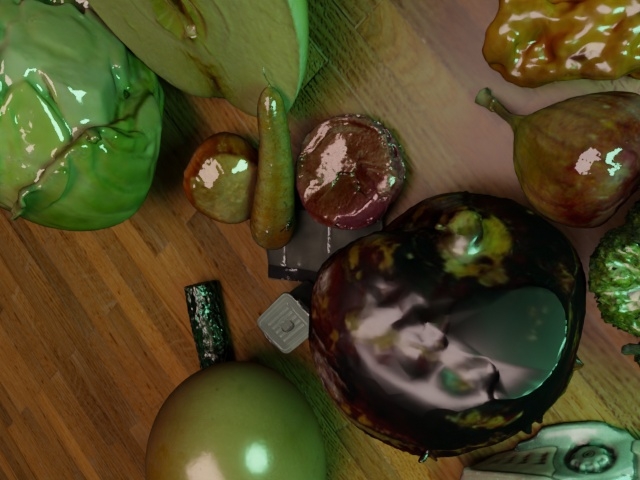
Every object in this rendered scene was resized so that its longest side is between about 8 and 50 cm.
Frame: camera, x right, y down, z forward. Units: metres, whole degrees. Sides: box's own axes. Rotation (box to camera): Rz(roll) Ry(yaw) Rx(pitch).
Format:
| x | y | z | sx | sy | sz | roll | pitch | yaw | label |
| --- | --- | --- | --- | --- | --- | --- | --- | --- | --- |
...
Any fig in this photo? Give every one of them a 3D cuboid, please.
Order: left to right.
| x | y | z | sx | sy | sz | roll | pitch | yaw | label |
| --- | --- | --- | --- | --- | --- | --- | --- | --- | --- |
| 0.290 | -0.111 | 0.582 | 0.143 | 0.231 | 0.160 | 29 | 100 | -28 | fig |

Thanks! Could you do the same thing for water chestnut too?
| x | y | z | sx | sy | sz | roll | pitch | yaw | label |
| --- | --- | --- | --- | --- | --- | --- | --- | --- | --- |
| 0.155 | 0.114 | 0.621 | 0.335 | 0.335 | 0.347 | 17 | 155 | 24 | water chestnut |

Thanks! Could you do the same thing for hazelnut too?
| x | y | z | sx | sy | sz | roll | pitch | yaw | label |
| --- | --- | --- | --- | --- | --- | --- | --- | --- | --- |
| -0.161 | -0.109 | 0.820 | 0.150 | 0.150 | 0.150 | 8 | 107 | 27 | hazelnut |

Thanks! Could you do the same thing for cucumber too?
| x | y | z | sx | sy | sz | roll | pitch | yaw | label |
| --- | --- | --- | --- | --- | --- | --- | --- | --- | --- |
| -0.216 | 0.224 | 0.969 | 0.067 | 0.067 | 0.293 | -2 | 103 | 29 | cucumber |

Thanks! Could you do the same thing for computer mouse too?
| x | y | z | sx | sy | sz | roll | pitch | yaw | label |
| --- | --- | --- | --- | --- | --- | --- | --- | --- | --- |
| 0.332 | 0.388 | 0.685 | 0.389 | 0.115 | 0.199 | -29 | 85 | 30 | computer mouse |

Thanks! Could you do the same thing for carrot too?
| x | y | z | sx | sy | sz | roll | pitch | yaw | label |
| --- | --- | --- | --- | --- | --- | --- | --- | --- | --- |
| -0.072 | -0.114 | 0.732 | 0.078 | 0.078 | 0.298 | 21 | 130 | 23 | carrot |

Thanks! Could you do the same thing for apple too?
| x | y | z | sx | sy | sz | roll | pitch | yaw | label |
| --- | --- | --- | --- | --- | --- | --- | --- | --- | --- |
| -0.178 | -0.337 | 0.651 | 0.312 | 0.360 | 0.320 | -21 | 61 | 2 | apple |

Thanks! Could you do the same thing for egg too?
| x | y | z | sx | sy | sz | roll | pitch | yaw | label |
| --- | --- | --- | --- | --- | --- | --- | --- | --- | --- |
| -0.140 | 0.393 | 0.832 | 0.301 | 0.301 | 0.374 | 1 | 105 | 28 | egg |

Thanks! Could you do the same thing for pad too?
| x | y | z | sx | sy | sz | roll | pitch | yaw | label |
| --- | --- | --- | --- | --- | --- | --- | --- | --- | --- |
| 0.000 | 0.000 | 0.816 | 0.233 | 0.022 | 0.174 | 5 | 106 | 29 | pad |

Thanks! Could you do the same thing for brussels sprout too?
| x | y | z | sx | sy | sz | roll | pitch | yaw | label |
| --- | --- | --- | --- | --- | --- | --- | --- | --- | --- |
| -0.471 | -0.212 | 0.829 | 0.361 | 0.342 | 0.425 | -39 | 66 | 40 | brussels sprout |

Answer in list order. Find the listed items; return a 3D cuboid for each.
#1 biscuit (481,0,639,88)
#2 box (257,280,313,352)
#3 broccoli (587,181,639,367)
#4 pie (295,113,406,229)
| x | y | z | sx | sy | sz | roll | pitch | yaw | label |
| --- | --- | --- | --- | --- | --- | --- | --- | --- | --- |
| 0.335 | -0.329 | 0.493 | 0.318 | 0.110 | 0.312 | 1 | 103 | 28 | biscuit |
| -0.044 | 0.129 | 0.835 | 0.084 | 0.069 | 0.122 | 47 | 128 | 2 | box |
| 0.423 | 0.048 | 0.450 | 0.321 | 0.283 | 0.304 | 27 | 115 | -2 | broccoli |
| 0.040 | -0.104 | 0.736 | 0.182 | 0.049 | 0.182 | -1 | 89 | 26 | pie |
